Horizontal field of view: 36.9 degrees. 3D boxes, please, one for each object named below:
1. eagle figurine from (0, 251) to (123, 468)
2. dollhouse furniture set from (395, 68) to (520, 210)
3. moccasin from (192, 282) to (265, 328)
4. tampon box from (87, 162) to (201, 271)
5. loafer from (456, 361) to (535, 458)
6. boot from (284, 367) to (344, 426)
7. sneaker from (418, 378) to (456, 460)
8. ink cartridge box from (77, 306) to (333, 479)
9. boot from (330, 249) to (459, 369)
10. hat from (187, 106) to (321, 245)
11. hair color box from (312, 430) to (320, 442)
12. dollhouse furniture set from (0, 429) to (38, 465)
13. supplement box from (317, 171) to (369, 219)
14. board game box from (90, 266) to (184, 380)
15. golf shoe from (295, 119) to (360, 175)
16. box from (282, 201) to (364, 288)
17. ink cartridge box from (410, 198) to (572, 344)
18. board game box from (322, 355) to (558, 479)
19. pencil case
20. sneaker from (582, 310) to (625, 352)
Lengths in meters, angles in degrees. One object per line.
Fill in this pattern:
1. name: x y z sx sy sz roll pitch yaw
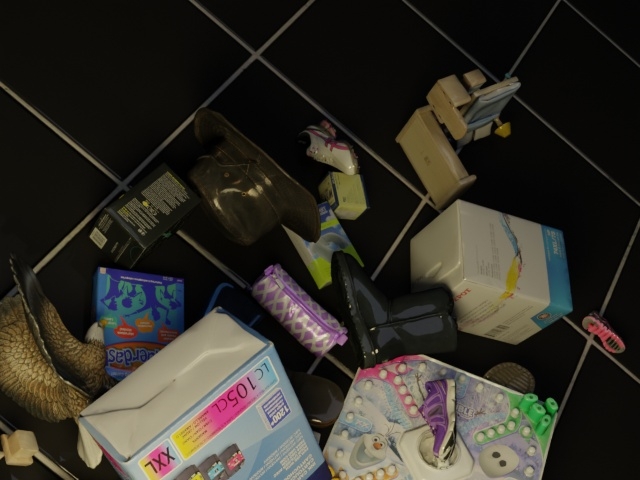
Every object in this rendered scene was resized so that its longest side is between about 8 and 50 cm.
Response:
1. eagle figurine: -0.396 0.182 1.486 0.298 0.225 0.226 30 95 -14
2. dollhouse furniture set: 0.375 -0.248 2.156 0.303 0.286 0.198 -23 76 -25
3. moccasin: -0.186 0.232 1.585 0.116 0.137 0.342 29 67 -10
4. tampon box: -0.319 -0.040 1.740 0.101 0.120 0.161 45 50 -1
5. loafer: 0.330 0.346 1.900 0.102 0.092 0.268 37 54 17
6. boot: -0.109 0.259 1.711 0.305 0.115 0.112 24 66 6
7. sneaker: 0.212 0.326 1.744 0.071 0.068 0.170 -2 41 9
8. ink cartridge box: -0.150 0.336 1.468 0.270 0.396 0.151 -38 44 -20
9. boot: 0.144 0.119 1.854 0.207 0.094 0.247 -12 68 -16
10. hat: -0.154 -0.082 1.784 0.331 0.331 0.134 44 72 0
11. hair color box: -0.065 0.404 1.669 0.093 0.053 0.167 25 52 -15
12. dollhouse furniture set: -0.408 0.452 1.454 0.355 0.173 0.303 24 33 -53
13. supplement box: 0.048 -0.094 2.025 0.083 0.056 0.083 3 61 -28
14. board game box: -0.319 0.158 1.670 0.160 0.047 0.210 9 60 -26
15. golf shoe: 0.017 -0.184 2.027 0.086 0.068 0.186 -26 42 -15
16. box: 0.000 0.000 1.951 0.109 0.042 0.178 -22 76 -36
17. ink cartridge box: 0.351 0.071 2.012 0.270 0.198 0.197 15 57 -22
18. board game box: 0.216 0.384 1.758 0.389 0.050 0.390 21 52 8
19. pencil case: -0.042 0.130 1.821 0.206 0.088 0.086 43 53 -2
20. sneaker: 0.660 0.207 2.213 0.119 0.047 0.057 44 39 -2
